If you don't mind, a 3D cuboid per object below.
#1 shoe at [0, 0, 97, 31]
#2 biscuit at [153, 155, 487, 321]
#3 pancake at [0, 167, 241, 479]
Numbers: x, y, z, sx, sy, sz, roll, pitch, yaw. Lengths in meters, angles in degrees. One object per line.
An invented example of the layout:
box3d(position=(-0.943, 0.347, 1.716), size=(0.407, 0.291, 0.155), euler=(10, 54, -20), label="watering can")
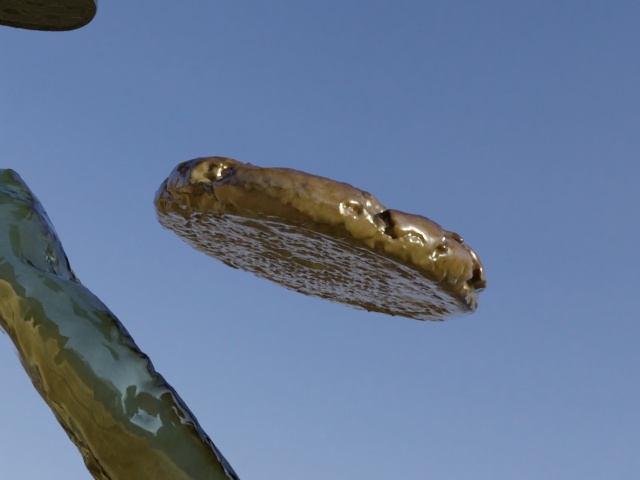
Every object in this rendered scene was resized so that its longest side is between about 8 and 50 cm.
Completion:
box3d(position=(-0.229, -0.180, 0.875), size=(0.179, 0.049, 0.071), euler=(7, -24, -18), label="shoe")
box3d(position=(0.000, 0.000, 0.852), size=(0.226, 0.042, 0.226), euler=(17, -11, 4), label="biscuit")
box3d(position=(-0.055, 0.082, 0.487), size=(0.253, 0.037, 0.253), euler=(53, -9, 13), label="pancake")
